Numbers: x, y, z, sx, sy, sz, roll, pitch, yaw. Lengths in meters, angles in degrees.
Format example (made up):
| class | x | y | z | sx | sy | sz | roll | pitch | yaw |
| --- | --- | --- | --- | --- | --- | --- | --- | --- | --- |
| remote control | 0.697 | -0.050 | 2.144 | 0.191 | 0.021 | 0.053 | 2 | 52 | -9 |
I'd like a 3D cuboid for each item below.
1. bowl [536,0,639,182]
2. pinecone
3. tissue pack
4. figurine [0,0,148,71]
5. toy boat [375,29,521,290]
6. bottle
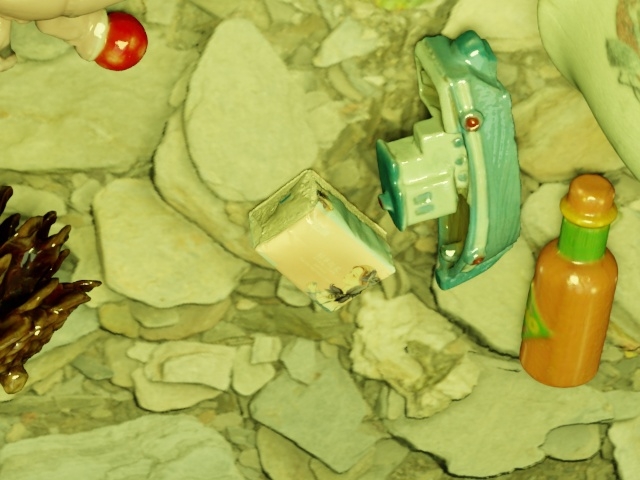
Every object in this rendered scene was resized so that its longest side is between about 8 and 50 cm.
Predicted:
| class | x | y | z | sx | sy | sz | roll | pitch | yaw |
| --- | --- | --- | --- | --- | --- | --- | --- | --- | --- |
| bowl | 0.364 | -0.084 | 1.244 | 0.435 | 0.196 | 0.435 | 0 | 155 | 0 |
| pinecone | -0.272 | 0.028 | 1.377 | 0.208 | 0.207 | 0.207 | -3 | 129 | -4 |
| tissue pack | 0.000 | 0.000 | 1.461 | 0.074 | 0.058 | 0.094 | -36 | 124 | 23 |
| figurine | -0.220 | -0.168 | 1.235 | 0.287 | 0.176 | 0.186 | 8 | 104 | -31 |
| toy boat | 0.087 | -0.051 | 1.408 | 0.102 | 0.088 | 0.215 | -15 | 128 | -7 |
| bottle | 0.202 | 0.029 | 1.507 | 0.069 | 0.069 | 0.187 | 0 | 127 | -7 |
